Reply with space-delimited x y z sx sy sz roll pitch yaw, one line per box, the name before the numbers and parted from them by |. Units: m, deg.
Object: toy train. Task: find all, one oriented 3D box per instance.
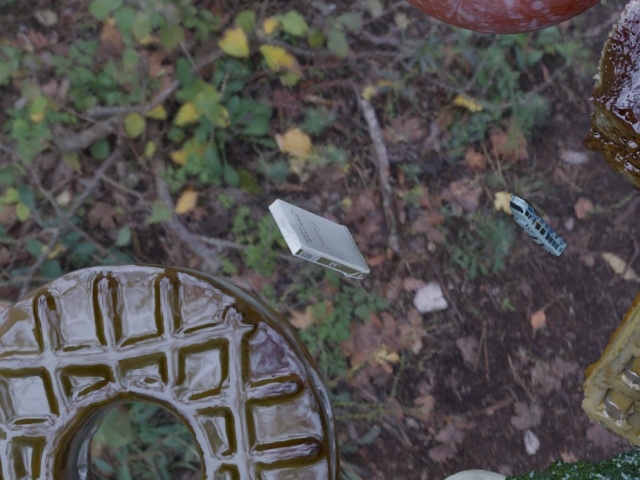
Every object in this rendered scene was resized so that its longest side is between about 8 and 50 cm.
toy train | 0.432 -0.032 2.043 0.043 0.207 0.047 33 86 45

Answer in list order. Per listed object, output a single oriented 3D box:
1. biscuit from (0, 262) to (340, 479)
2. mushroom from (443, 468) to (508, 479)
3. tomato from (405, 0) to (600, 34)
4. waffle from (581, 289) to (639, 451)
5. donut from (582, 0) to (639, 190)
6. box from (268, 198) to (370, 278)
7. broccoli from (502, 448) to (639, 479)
biscuit | -0.144 0.177 0.815 0.332 0.103 0.332 0 88 2
mushroom | 0.280 0.545 1.708 0.315 0.356 0.315 0 79 2
tomato | 0.127 -0.280 0.713 0.227 0.270 0.270 15 58 -11
waffle | 0.455 0.100 1.069 0.261 0.376 0.114 32 43 19
donut | 0.338 -0.154 1.019 0.144 0.126 0.186 31 77 35
box | 0.000 0.000 1.726 0.029 0.198 0.109 -41 55 21
broccoli | 0.299 0.328 0.893 0.283 0.304 0.321 -64 32 19
